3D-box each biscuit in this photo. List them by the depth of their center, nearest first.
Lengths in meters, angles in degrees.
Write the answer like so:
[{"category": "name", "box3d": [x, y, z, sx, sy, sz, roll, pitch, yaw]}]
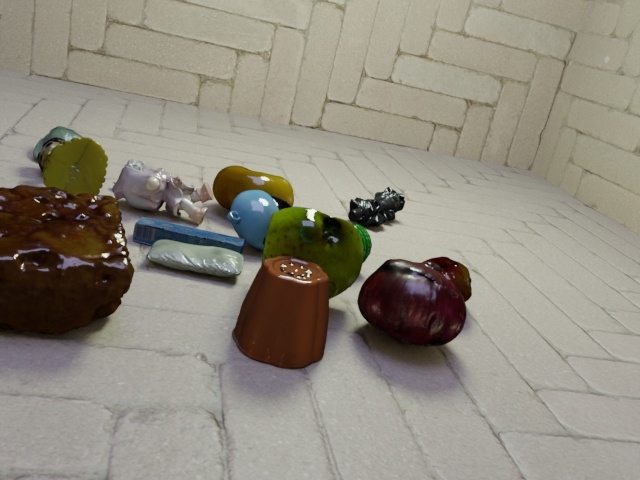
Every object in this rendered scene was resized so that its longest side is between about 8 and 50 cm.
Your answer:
[{"category": "biscuit", "box3d": [-0.553, 0.023, 1.292, 0.343, 0.166, 0.395, 7, 22, -22]}]

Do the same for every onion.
[{"category": "onion", "box3d": [0.206, 0.134, 1.466, 0.246, 0.190, 0.246, 22, 3, -1]}]

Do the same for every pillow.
[{"category": "pillow", "box3d": [-0.297, 0.040, 1.596, 0.229, 0.051, 0.128, 11, 17, -3]}]

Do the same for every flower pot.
[{"category": "flower pot", "box3d": [-0.065, 0.131, 1.320, 0.191, 0.173, 0.190, 14, 17, -4]}]

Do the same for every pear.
[{"category": "pear", "box3d": [-0.009, 0.034, 1.471, 0.238, 0.164, 0.255, 12, -18, -6]}]

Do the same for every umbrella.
[{"category": "umbrella", "box3d": [0.189, -0.106, 2.263, 0.110, 0.122, 0.272, -27, -5, 39]}]

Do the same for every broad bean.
[{"category": "broad bean", "box3d": [0.307, 0.112, 1.704, 0.156, 0.122, 0.228, -10, 9, 11]}]

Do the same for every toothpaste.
[{"category": "toothpaste", "box3d": [-0.331, 0.000, 1.688, 0.272, 0.053, 0.066, 12, 15, -3]}]

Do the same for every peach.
[{"category": "peach", "box3d": [-0.199, -0.141, 2.022, 0.251, 0.153, 0.251, 21, 0, 0]}]

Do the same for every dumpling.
[{"category": "dumpling", "box3d": [-0.824, -0.305, 2.113, 0.217, 0.104, 0.149, 32, 20, 34]}]

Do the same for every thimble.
[{"category": "thimble", "box3d": [0.070, 0.021, 1.787, 0.090, 0.130, 0.118, -14, 72, -55]}]

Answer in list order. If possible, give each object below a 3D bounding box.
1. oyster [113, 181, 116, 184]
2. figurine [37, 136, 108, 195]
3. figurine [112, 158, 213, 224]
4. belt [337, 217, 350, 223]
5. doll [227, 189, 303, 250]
[{"category": "oyster", "box3d": [-0.559, -0.150, 1.983, 0.086, 0.029, 0.132, -9, 32, -36]}, {"category": "figurine", "box3d": [-0.731, -0.220, 1.886, 0.168, 0.187, 0.315, -5, 18, -34]}, {"category": "figurine", "box3d": [-0.443, -0.135, 1.875, 0.276, 0.133, 0.200, 18, 7, -1]}, {"category": "belt", "box3d": [0.003, 0.002, 1.841, 0.065, 0.100, 0.179, 24, 24, 37]}, {"category": "doll", "box3d": [-0.136, -0.049, 1.830, 0.314, 0.141, 0.177, 9, 46, -51]}]
